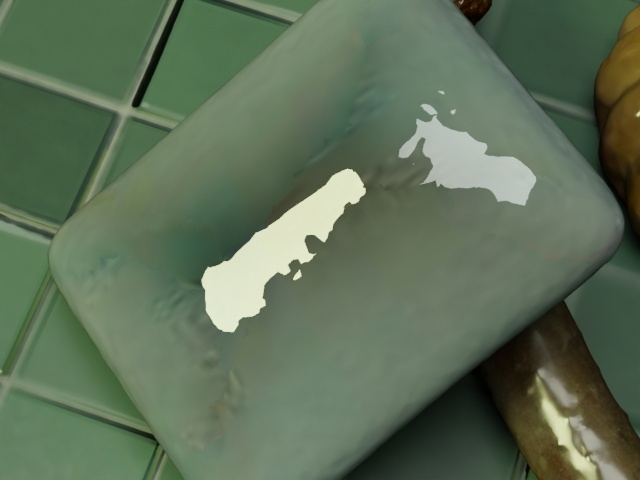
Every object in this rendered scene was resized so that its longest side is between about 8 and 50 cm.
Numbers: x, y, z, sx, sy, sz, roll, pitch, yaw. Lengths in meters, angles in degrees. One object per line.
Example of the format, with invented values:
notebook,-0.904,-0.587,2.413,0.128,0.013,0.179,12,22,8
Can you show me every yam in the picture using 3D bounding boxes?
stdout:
yam,0.095,0.069,0.630,0.045,0.045,0.327,-19,64,-37

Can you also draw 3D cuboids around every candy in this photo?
candy,0.000,0.000,0.616,0.174,0.071,0.138,-40,70,9

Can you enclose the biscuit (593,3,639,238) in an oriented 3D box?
biscuit,0.179,-0.072,0.701,0.183,0.061,0.118,-29,67,-17

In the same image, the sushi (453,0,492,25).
sushi,0.035,-0.105,0.706,0.061,0.060,0.118,45,30,-17
